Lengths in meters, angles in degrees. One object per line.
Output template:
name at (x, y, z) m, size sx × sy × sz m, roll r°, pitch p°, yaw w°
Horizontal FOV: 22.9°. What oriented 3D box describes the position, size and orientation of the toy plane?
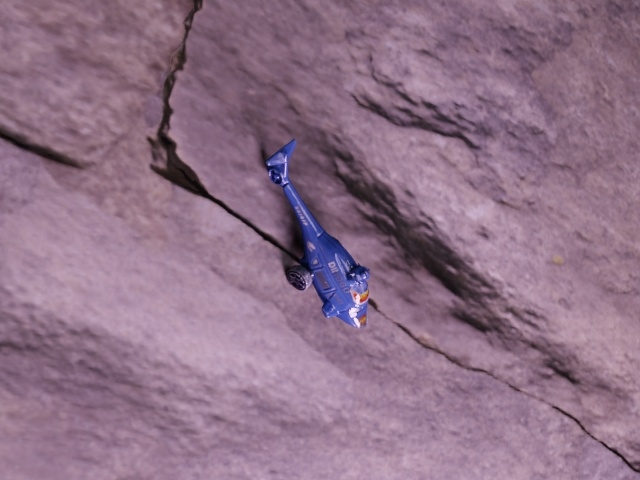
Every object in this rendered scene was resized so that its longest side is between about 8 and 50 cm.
toy plane at (0.000, 0.000, 1.258) m, size 0.054 × 0.062 × 0.167 m, roll -42°, pitch 112°, yaw -36°
